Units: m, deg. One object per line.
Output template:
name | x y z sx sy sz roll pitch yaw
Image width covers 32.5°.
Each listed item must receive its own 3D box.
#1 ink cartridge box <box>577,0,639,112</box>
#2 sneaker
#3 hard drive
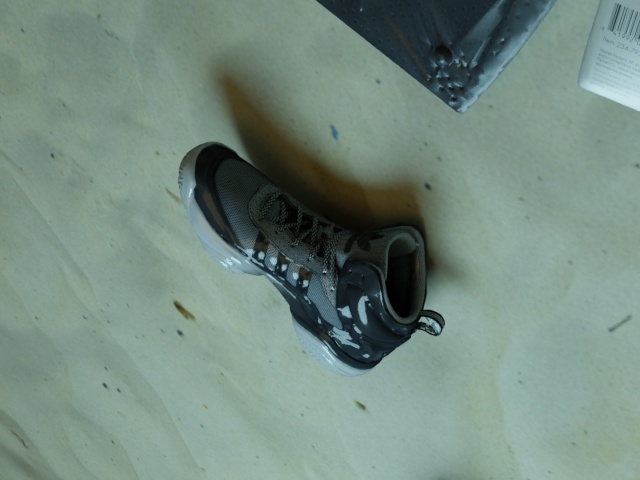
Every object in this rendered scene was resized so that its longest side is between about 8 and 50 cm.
ink cartridge box | 0.250 -0.176 0.642 0.134 0.078 0.231 27 136 20
sneaker | 0.000 0.000 0.982 0.268 0.101 0.153 49 139 -12
hard drive | 0.102 -0.224 0.745 0.172 0.054 0.254 40 138 8
